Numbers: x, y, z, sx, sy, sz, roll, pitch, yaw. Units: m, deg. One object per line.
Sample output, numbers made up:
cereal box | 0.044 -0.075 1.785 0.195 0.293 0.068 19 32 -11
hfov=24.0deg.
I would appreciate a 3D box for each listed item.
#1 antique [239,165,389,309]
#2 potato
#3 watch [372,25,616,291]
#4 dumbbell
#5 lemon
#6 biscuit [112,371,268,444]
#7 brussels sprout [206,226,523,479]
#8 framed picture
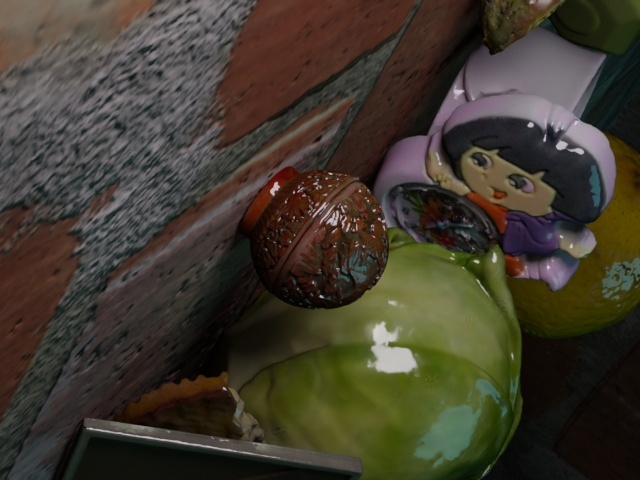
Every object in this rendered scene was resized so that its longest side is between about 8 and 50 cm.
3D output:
antique | 0.000 0.000 1.029 0.104 0.104 0.104 -50 170 -12
potato | 0.177 -0.216 1.198 0.198 0.054 0.119 -45 -174 -38
watch | 0.181 -0.090 1.320 0.231 0.196 0.244 -54 170 -36
dumbbell | 0.315 -0.298 1.393 0.302 0.121 0.108 -47 140 -26
lemon | 0.301 -0.011 1.889 0.293 0.293 0.293 -50 170 -12
biscuit | -0.085 0.168 1.096 0.228 0.176 0.031 123 -29 -42
brussels sprout | 0.044 0.111 1.239 0.294 0.227 0.259 -7 157 -19
framed picture | -0.089 0.187 1.081 0.150 0.203 0.015 117 -24 -44
